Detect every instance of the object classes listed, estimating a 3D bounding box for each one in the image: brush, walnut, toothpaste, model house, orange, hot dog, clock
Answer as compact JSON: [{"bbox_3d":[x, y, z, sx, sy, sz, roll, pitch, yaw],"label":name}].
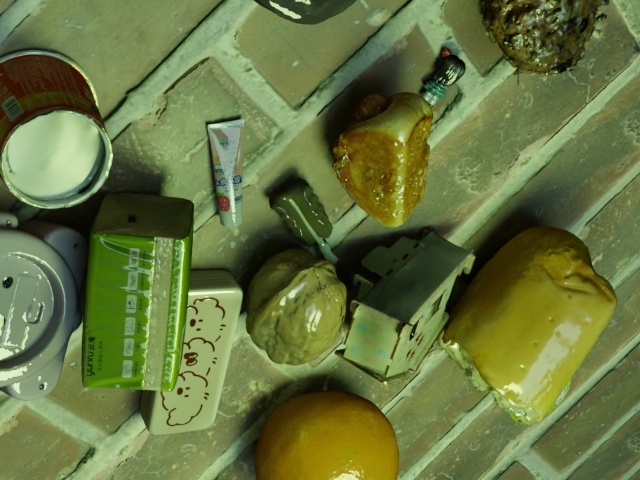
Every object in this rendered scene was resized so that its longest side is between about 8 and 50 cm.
[{"bbox_3d":[0.000,0.000,1.883,0.084,0.071,0.301,-30,132,5],"label":"brush"},{"bbox_3d":[-0.048,0.125,1.851,0.198,0.198,0.245,-7,142,-26],"label":"walnut"},{"bbox_3d":[-0.161,-0.118,1.730,0.067,0.043,0.194,-12,120,-20],"label":"toothpaste"},{"bbox_3d":[0.152,0.148,1.970,0.326,0.169,0.244,-41,150,-45],"label":"model house"},{"bbox_3d":[0.016,0.462,2.049,0.312,0.312,0.312,-15,126,-21],"label":"orange"},{"bbox_3d":[0.109,-0.157,1.779,0.150,0.153,0.257,-46,150,-35],"label":"hot dog"},{"bbox_3d":[-0.523,0.097,1.518,0.322,0.113,0.296,14,90,-51],"label":"clock"}]

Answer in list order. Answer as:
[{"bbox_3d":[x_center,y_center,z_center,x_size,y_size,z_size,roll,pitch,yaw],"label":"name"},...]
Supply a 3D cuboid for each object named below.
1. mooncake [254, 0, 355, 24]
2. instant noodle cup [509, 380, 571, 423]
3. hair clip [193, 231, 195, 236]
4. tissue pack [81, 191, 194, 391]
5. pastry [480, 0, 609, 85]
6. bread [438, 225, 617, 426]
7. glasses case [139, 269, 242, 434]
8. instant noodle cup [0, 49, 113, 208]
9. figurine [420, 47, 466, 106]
[{"bbox_3d":[-0.032,-0.463,1.509,0.245,0.133,0.245,-15,127,-21],"label":"mooncake"},{"bbox_3d":[0.476,0.317,2.315,0.182,0.144,0.182,-15,125,-22],"label":"instant noodle cup"},{"bbox_3d":[-0.301,0.042,1.749,0.214,0.056,0.062,-49,152,17],"label":"hair clip"},{"bbox_3d":[-0.302,0.082,1.629,0.167,0.200,0.275,4,111,-7],"label":"tissue pack"},{"bbox_3d":[0.395,-0.422,1.768,0.275,0.193,0.275,-30,130,-43],"label":"pastry"},{"bbox_3d":[0.424,0.150,2.084,0.250,0.361,0.394,34,91,-9],"label":"bread"},{"bbox_3d":[-0.249,0.216,1.873,0.144,0.076,0.336,-3,121,-29],"label":"glasses case"},{"bbox_3d":[-0.413,-0.156,1.466,0.213,0.174,0.213,-15,127,-21],"label":"instant noodle cup"},{"bbox_3d":[0.224,-0.302,1.827,0.060,0.047,0.106,37,108,1],"label":"figurine"}]
